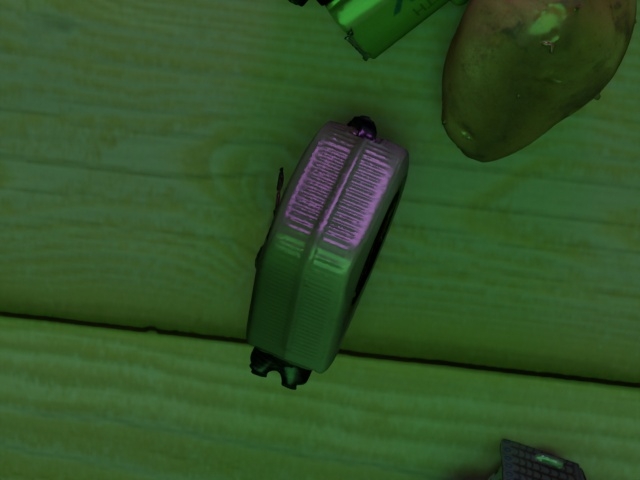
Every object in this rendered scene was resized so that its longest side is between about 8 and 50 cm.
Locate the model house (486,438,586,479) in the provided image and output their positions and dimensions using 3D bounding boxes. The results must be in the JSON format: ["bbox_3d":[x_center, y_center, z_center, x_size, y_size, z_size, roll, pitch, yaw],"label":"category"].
[{"bbox_3d":[0.191,0.345,1.579,0.198,0.224,0.215,40,108,-9],"label":"model house"}]

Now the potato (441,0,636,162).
[{"bbox_3d":[0.192,-0.175,1.440,0.235,0.128,0.161,-40,122,20],"label":"potato"}]

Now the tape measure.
[{"bbox_3d":[0.000,0.000,1.500,0.115,0.207,0.235,20,148,4],"label":"tape measure"}]

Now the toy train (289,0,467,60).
[{"bbox_3d":[0.088,-0.275,1.443,0.253,0.105,0.157,-36,117,15],"label":"toy train"}]
